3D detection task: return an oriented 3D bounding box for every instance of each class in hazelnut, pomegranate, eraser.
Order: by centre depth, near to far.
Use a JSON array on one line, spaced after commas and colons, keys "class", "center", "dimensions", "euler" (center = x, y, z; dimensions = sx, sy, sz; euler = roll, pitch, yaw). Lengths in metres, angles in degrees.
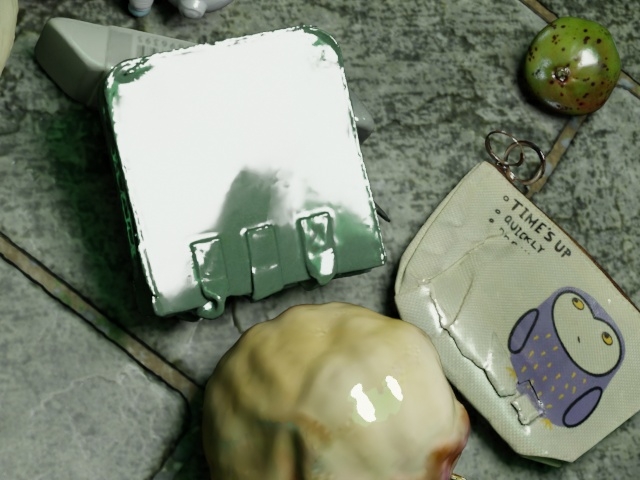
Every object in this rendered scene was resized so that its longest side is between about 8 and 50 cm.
[{"class": "hazelnut", "center": [0.013, 0.179, 1.406], "dimensions": [0.241, 0.261, 0.261], "euler": [1, 66, -56]}, {"class": "eraser", "center": [-0.116, -0.154, 1.538], "dimensions": [0.351, 0.089, 0.061], "euler": [10, 64, -19]}, {"class": "pomegranate", "center": [0.294, -0.203, 1.722], "dimensions": [0.114, 0.114, 0.142], "euler": [50, 32, 2]}]

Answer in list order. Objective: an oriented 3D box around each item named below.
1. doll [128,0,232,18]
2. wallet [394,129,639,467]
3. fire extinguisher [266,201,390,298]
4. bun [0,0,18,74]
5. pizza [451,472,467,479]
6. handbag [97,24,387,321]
[{"class": "doll", "center": [-0.200, -0.306, 1.536], "dimensions": [0.287, 0.151, 0.151], "euler": [10, 66, -22]}, {"class": "wallet", "center": [0.224, 0.075, 1.598], "dimensions": [0.335, 0.068, 0.275], "euler": [48, 58, -1]}, {"class": "fire extinguisher", "center": [0.000, 0.000, 1.548], "dimensions": [0.177, 0.050, 0.062], "euler": [-32, 112, -28]}, {"class": "bun", "center": [-0.445, -0.213, 1.360], "dimensions": [0.359, 0.211, 0.360], "euler": [8, 62, -15]}, {"class": "pizza", "center": [0.150, 0.272, 1.521], "dimensions": [0.037, 0.016, 0.083], "euler": [-26, 85, -29]}, {"class": "handbag", "center": [-0.076, -0.063, 1.450], "dimensions": [0.247, 0.079, 0.260], "euler": [-12, 89, -20]}]
